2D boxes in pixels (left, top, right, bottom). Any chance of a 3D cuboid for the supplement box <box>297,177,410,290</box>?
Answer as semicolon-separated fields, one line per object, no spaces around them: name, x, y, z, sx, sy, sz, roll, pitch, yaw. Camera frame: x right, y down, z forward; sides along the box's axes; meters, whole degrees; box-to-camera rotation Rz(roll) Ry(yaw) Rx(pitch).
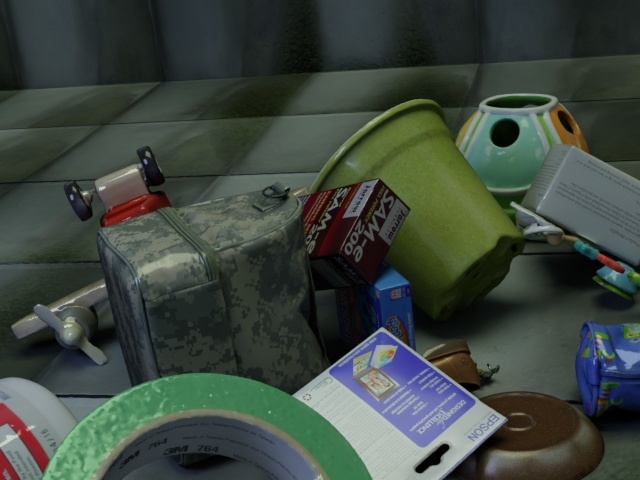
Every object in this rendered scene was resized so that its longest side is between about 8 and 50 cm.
supplement box;0.000;0.000;1.521;0.239;0.073;0.130;-10;44;51

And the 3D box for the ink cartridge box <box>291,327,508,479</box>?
ink cartridge box;0.074;0.220;1.287;0.206;0.045;0.208;-34;51;-29

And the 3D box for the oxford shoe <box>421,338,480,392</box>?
oxford shoe;0.104;0.196;1.403;0.212;0.076;0.076;-20;63;-8

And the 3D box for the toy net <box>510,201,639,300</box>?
toy net;0.373;0.019;1.624;0.232;0.045;0.122;30;10;0

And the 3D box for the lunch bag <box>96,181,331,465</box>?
lunch bag;-0.118;0.100;1.396;0.256;0.305;0.212;-18;26;-19

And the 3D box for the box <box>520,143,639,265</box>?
box;0.431;-0.060;1.743;0.181;0.119;0.182;28;6;-1

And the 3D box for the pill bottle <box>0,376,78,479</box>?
pill bottle;-0.413;0.307;1.028;0.229;0.229;0.407;13;28;41

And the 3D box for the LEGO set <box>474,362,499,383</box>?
LEGO set;0.200;0.184;1.473;0.083;0.023;0.054;-9;14;32

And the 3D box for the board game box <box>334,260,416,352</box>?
board game box;0.072;0.099;1.529;0.047;0.160;0.210;-13;21;-14

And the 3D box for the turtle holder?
turtle holder;0.337;-0.147;2.002;0.243;0.228;0.320;-21;25;-31

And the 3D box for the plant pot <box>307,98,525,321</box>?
plant pot;0.159;-0.026;1.663;0.276;0.276;0.254;-23;62;-38

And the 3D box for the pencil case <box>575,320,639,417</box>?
pencil case;0.464;0.150;1.330;0.306;0.119;0.133;-4;-8;10

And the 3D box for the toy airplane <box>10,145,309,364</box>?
toy airplane;-0.241;0.041;1.707;0.384;0.272;0.386;-14;-17;-48

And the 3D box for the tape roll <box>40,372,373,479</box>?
tape roll;-0.099;0.275;0.996;0.321;0.077;0.321;10;49;-12

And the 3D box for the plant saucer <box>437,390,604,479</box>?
plant saucer;0.236;0.229;1.316;0.198;0.036;0.198;-6;20;2
